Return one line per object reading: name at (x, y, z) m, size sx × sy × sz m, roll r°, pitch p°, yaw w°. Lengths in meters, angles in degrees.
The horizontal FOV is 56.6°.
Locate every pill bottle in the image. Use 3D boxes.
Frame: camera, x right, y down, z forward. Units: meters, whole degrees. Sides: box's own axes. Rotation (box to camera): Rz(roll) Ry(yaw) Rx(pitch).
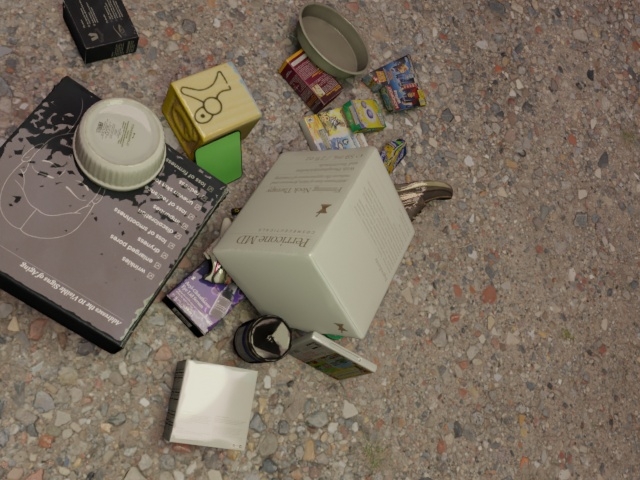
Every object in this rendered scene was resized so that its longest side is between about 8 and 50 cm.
pill bottle at (-0.166, 0.271, 1.611) m, size 0.123 × 0.219 × 0.122 m, roll 5°, pitch 76°, yaw -21°

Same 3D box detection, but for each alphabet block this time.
alphabet block at (-0.316, -0.370, 1.715) m, size 0.197 × 0.193 × 0.192 m, roll -29°, pitch 88°, yaw -26°

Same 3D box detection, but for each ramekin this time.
ramekin at (-0.451, -0.225, 1.349) m, size 0.207 × 0.109 × 0.207 m, roll 5°, pitch 75°, yaw -21°

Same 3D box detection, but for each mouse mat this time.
mouse mat at (-0.290, -0.220, 1.706) m, size 0.153 × 0.189 × 0.007 m, roll -30°, pitch 58°, yaw -26°

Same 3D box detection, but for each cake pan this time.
cake pan at (0.037, -0.652, 1.956) m, size 0.293 × 0.054 × 0.293 m, roll 22°, pitch 51°, yaw -30°

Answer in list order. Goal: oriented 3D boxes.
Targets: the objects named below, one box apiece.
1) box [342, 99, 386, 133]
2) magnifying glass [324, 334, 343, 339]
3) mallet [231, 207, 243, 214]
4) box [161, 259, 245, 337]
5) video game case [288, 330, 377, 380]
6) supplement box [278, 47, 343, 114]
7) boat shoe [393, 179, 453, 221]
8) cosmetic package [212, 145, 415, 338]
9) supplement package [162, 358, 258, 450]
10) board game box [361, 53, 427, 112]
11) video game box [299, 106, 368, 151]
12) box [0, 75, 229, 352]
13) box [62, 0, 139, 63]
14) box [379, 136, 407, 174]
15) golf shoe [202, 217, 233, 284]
box at (0.154, -0.413, 1.976) m, size 0.179 × 0.043 × 0.105 m, roll -17°, pitch 84°, yaw -53°
magnifying glass at (-0.014, 0.232, 1.795) m, size 0.231 × 0.026 × 0.092 m, roll 23°, pitch 70°, yaw -18°
mallet at (-0.173, -0.087, 1.799) m, size 0.190 × 0.039 × 0.062 m, roll -14°, pitch 85°, yaw -20°
box at (-0.307, 0.143, 1.644) m, size 0.153 × 0.108 × 0.207 m, roll 47°, pitch 65°, yaw -6°
video game case at (0.020, 0.329, 1.671) m, size 0.206 × 0.227 × 0.026 m, roll 31°, pitch 62°, yaw -14°
supplement box at (-0.031, -0.521, 1.931) m, size 0.188 × 0.081 × 0.104 m, roll 49°, pitch 64°, yaw -5°
boat shoe at (0.268, -0.123, 1.952) m, size 0.355 × 0.132 × 0.130 m, roll -5°, pitch 89°, yaw -15°
cosmetic package at (0.000, 0.000, 1.596) m, size 0.393 × 0.329 × 0.327 m, roll -59°, pitch 135°, yaw -33°
supplement package at (-0.290, 0.430, 1.559) m, size 0.194 × 0.149 × 0.203 m, roll 15°, pitch 72°, yaw -19°
board game box at (0.249, -0.537, 2.066) m, size 0.194 × 0.060 × 0.194 m, roll -16°, pitch 84°, yaw -24°
video game box at (0.055, -0.324, 1.941) m, size 0.187 × 0.048 × 0.205 m, roll -22°, pitch 87°, yaw -28°
box at (-0.570, -0.046, 1.472) m, size 0.480 × 0.297 × 0.471 m, roll 35°, pitch 65°, yaw -11°
box at (-0.626, -0.610, 1.695) m, size 0.158 × 0.093 × 0.156 m, roll -24°, pitch 88°, yaw -27°
box at (0.224, -0.267, 1.982) m, size 0.054 × 0.059 × 0.169 m, roll 27°, pitch 63°, yaw 28°
golf shoe at (-0.269, 0.024, 1.592) m, size 0.086 × 0.067 × 0.186 m, roll 9°, pitch 73°, yaw -18°
